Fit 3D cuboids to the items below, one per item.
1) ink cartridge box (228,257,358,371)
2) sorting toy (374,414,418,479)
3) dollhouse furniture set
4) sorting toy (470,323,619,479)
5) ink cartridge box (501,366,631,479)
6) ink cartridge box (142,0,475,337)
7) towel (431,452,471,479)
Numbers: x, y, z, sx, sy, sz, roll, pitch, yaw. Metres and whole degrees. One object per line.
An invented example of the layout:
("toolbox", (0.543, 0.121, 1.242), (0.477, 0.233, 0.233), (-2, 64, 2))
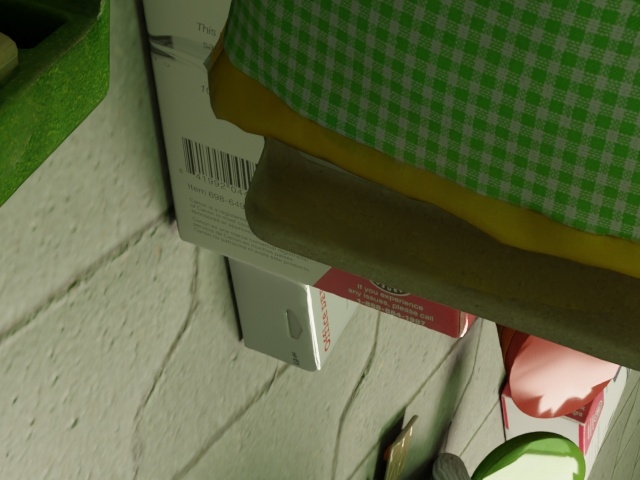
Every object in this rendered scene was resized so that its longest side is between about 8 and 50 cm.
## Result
("ink cartridge box", (0.000, 0.000, 0.829), (0.088, 0.052, 0.122), (83, 30, -48))
("sorting toy", (0.056, 0.183, 1.189), (0.083, 0.012, 0.062), (-40, 148, -61))
("dollhouse furniture set", (-0.033, -0.062, 0.323), (0.151, 0.301, 0.198), (-53, 155, -48))
("sorting toy", (0.174, 0.185, 1.383), (0.127, 0.126, 0.366), (-5, 123, -26))
("ink cartridge box", (0.293, 0.123, 1.628), (0.237, 0.100, 0.172), (-63, 159, -24))
("ink cartridge box", (0.011, -0.081, 0.635), (0.092, 0.158, 0.218), (-55, 154, -36))
("towel", (0.084, 0.343, 1.290), (0.209, 0.034, 0.285), (-89, -165, -81))
